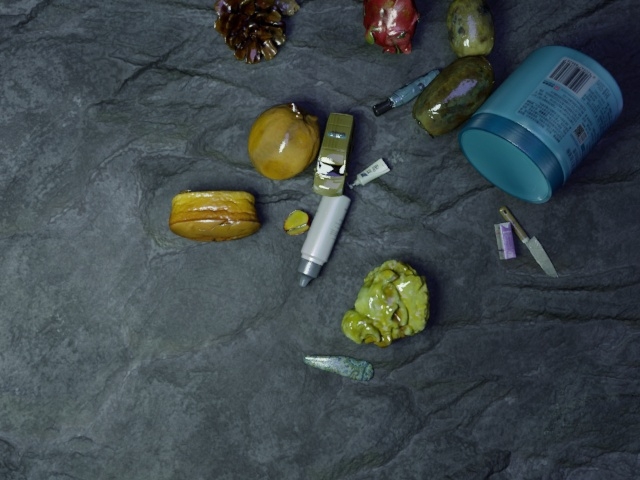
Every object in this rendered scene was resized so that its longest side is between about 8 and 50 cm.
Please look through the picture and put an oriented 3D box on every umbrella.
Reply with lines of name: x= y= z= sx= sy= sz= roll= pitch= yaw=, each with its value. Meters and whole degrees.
umbrella: x=0.279 y=-0.467 z=1.701 sx=0.251 sy=0.052 sz=0.053 roll=-33 pitch=72 yaw=-6

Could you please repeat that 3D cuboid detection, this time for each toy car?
toy car: x=0.043 y=-0.261 z=1.611 sx=0.101 sy=0.124 sz=0.256 roll=9 pitch=61 yaw=5

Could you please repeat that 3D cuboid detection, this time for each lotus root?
lotus root: x=0.465 y=-0.693 z=1.672 sx=0.154 sy=0.154 sz=0.277 roll=-14 pitch=90 yaw=-4
lotus root: x=0.413 y=-0.446 z=1.642 sx=0.275 sy=0.152 sz=0.160 roll=-44 pitch=110 yaw=10

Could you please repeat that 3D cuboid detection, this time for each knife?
knife: x=0.682 y=0.006 z=1.728 sx=0.047 sy=0.017 sz=0.297 roll=-36 pitch=90 yaw=-10

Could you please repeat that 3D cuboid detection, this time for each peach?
peach: x=-0.072 y=-0.049 z=1.668 sx=0.078 sy=0.050 sz=0.083 roll=28 pitch=76 yaw=23

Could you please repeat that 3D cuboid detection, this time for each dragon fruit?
dragon fruit: x=0.212 y=-0.711 z=1.660 sx=0.199 sy=0.200 sz=0.269 roll=-19 pitch=50 yaw=2

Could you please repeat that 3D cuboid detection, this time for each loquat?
loquat: x=-0.109 y=-0.294 z=1.596 sx=0.193 sy=0.238 sz=0.238 roll=24 pitch=87 yaw=-32

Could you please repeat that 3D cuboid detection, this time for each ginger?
ginger: x=-0.140 y=-0.781 z=1.689 sx=0.069 sy=0.051 sz=0.173 roll=-38 pitch=93 yaw=-7

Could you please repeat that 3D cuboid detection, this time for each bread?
bread: x=-0.315 y=-0.067 z=1.586 sx=0.270 sy=0.195 sz=0.142 roll=-4 pitch=79 yaw=-6

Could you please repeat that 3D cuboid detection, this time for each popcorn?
popcorn: x=0.216 y=0.210 z=1.620 sx=0.225 sy=0.174 sz=0.285 roll=33 pitch=87 yaw=-9

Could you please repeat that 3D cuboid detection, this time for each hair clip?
hair clip: x=0.058 y=0.393 z=1.670 sx=0.229 sy=0.036 sz=0.065 roll=12 pitch=81 yaw=-3

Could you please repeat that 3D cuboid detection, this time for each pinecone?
pinecone: x=-0.207 y=-0.650 z=1.610 sx=0.203 sy=0.201 sz=0.229 roll=-37 pitch=122 yaw=20

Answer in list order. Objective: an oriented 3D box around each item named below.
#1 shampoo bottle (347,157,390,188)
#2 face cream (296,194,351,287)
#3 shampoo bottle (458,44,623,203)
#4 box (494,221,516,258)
shampoo bottle: x=0.150 y=-0.205 z=1.696 sx=0.141 sy=0.034 sz=0.048 roll=-33 pitch=96 yaw=-2
face cream: x=0.000 y=0.000 z=1.651 sx=0.092 sy=0.092 sz=0.311 roll=21 pitch=86 yaw=-3
shampoo bottle: x=0.648 y=-0.343 z=1.581 sx=0.331 sy=0.331 sz=0.342 roll=42 pitch=86 yaw=-1
box: x=0.592 y=0.001 z=1.707 sx=0.036 sy=0.050 sz=0.117 roll=-9 pitch=90 yaw=-5
